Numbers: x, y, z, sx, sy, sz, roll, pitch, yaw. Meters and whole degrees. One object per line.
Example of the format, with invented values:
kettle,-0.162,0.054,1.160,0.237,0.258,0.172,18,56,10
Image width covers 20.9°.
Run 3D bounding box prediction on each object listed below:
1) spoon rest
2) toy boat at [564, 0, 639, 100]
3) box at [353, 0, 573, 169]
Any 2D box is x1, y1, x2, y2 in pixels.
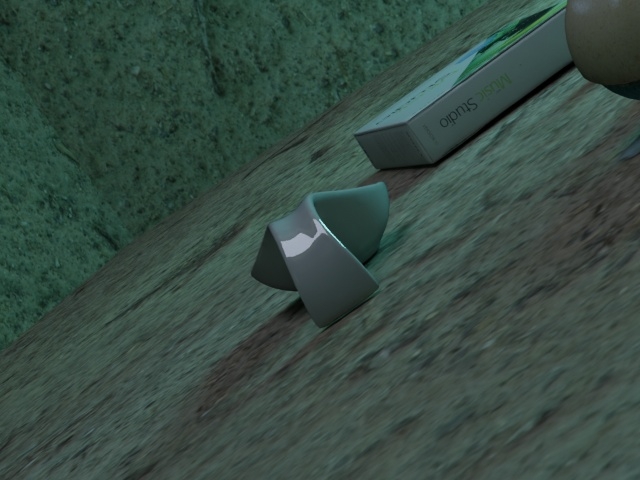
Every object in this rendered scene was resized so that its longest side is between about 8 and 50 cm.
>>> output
spoon rest,0.000,0.000,1.401,0.137,0.084,0.276,-35,7,3
toy boat,0.277,-0.189,1.203,0.267,0.148,0.318,-41,14,-3
box,0.166,-0.166,1.887,0.232,0.058,0.322,-36,7,-7
